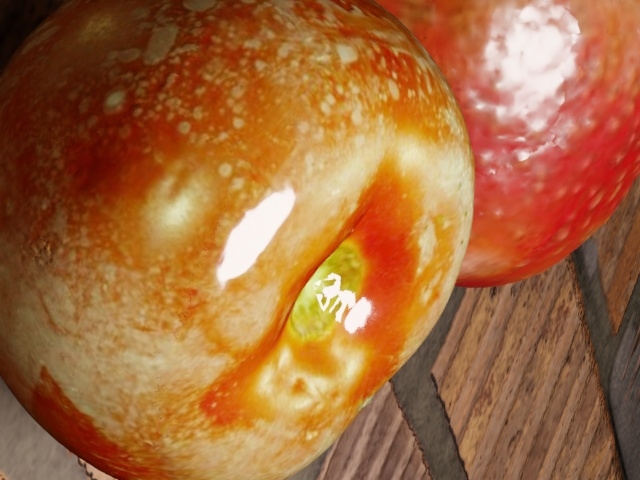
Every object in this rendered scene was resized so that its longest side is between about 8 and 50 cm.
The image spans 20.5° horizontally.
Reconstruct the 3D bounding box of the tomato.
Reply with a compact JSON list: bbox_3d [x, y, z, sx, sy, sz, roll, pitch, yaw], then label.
[{"bbox_3d":[-0.062,-0.015,0.889,0.270,0.222,0.270,-31,140,-31],"label":"tomato"}]

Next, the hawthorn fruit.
[{"bbox_3d":[0.076,-0.095,1.106,0.284,0.284,0.369,-33,141,-57],"label":"hawthorn fruit"}]
